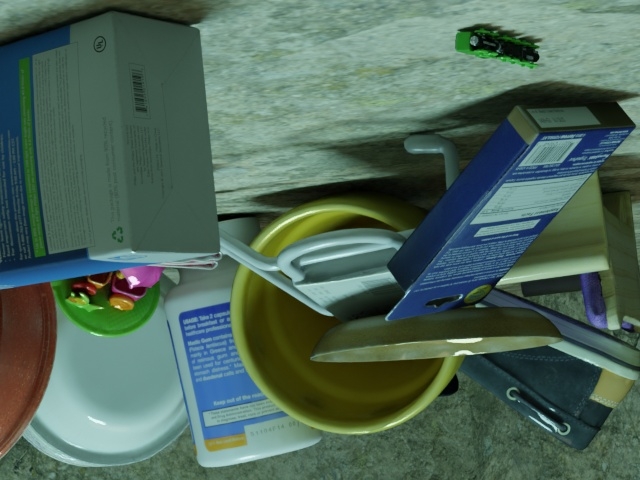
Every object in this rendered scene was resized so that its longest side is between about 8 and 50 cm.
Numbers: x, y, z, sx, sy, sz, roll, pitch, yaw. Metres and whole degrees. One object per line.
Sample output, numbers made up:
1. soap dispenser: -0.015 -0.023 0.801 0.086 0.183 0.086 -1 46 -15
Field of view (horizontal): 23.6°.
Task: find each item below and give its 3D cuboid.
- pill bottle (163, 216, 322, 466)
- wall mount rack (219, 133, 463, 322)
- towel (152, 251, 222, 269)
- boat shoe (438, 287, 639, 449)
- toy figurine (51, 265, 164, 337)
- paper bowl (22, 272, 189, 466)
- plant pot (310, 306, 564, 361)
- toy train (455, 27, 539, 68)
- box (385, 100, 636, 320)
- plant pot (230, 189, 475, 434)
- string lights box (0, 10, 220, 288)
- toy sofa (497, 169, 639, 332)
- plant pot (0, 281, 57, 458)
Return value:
1. pill bottle: -0.097 0.116 1.782 0.152 0.272 0.152 -12 177 -1
2. wall mount rack: 0.000 0.000 1.418 0.304 0.131 0.350 -9 163 14
3. towel: -0.200 -0.014 1.411 0.144 0.029 0.197 5 -168 -42
4. boat shoe: 0.146 0.111 1.905 0.500 0.156 0.187 23 -175 23
5. toy figurine: -0.239 0.016 1.715 0.173 0.130 0.159 22 152 -15
6. paper bowl: -0.286 0.162 2.072 0.284 0.284 0.148 -2 173 -25
7. plant pot: 0.107 0.088 1.429 0.236 0.032 0.236 -4 171 -1
8. toy train: 0.112 -0.121 0.972 0.023 0.017 0.083 3 180 35
9. box: 0.143 -0.023 1.246 0.136 0.036 0.225 -7 143 -46
10. plant pot: 0.059 0.058 1.693 0.254 0.254 0.239 -7 -170 21
11. string lights box: -0.186 -0.041 0.915 0.259 0.133 0.076 -9 174 37
12. toy sofa: 0.267 0.022 1.719 0.150 0.177 0.362 -7 175 17
13. plant pot: -0.416 0.073 1.327 0.272 0.273 0.265 -8 166 24
